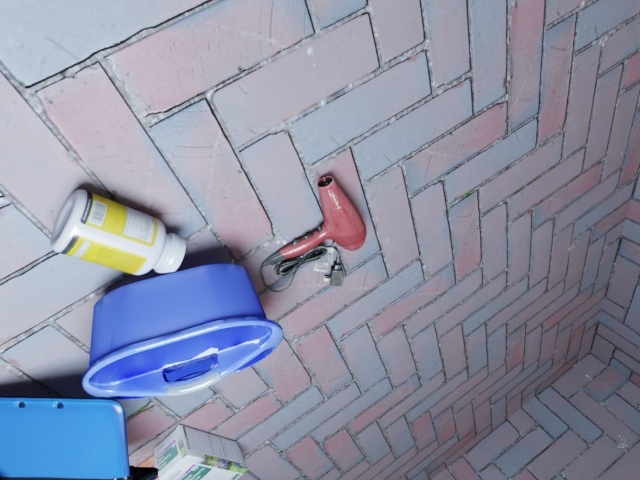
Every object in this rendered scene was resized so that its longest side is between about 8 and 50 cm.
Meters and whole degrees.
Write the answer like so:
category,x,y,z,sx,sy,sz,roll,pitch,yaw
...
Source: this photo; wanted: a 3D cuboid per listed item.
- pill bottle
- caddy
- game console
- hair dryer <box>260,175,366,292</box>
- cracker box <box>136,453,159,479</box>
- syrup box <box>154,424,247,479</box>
category,x,y,z,sx,sy,sz,roll,pitch,yaw
pill bottle,-0.324,-0.003,0.661,0.184,0.103,0.103,27,103,-41
caddy,-0.242,0.188,0.733,0.341,0.179,0.241,-14,147,-12
game console,-0.486,0.391,0.775,0.293,0.173,0.250,2,160,0
hair dryer,0.000,0.000,0.884,0.224,0.080,0.293,-1,120,-31
cracker box,-0.430,0.677,1.072,0.156,0.067,0.232,-35,131,-8
syrup box,-0.313,0.580,1.061,0.093,0.096,0.237,-43,134,0
